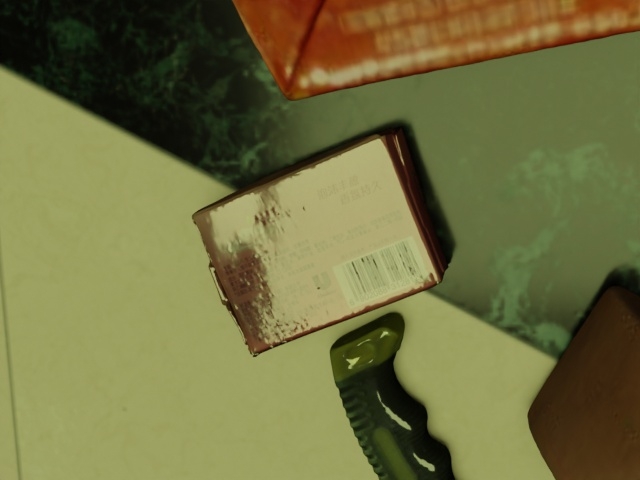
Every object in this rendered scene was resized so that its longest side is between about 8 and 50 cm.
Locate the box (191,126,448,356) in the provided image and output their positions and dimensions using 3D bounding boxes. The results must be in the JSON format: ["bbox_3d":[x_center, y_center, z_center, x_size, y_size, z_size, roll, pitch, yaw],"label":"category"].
[{"bbox_3d":[0.000,0.000,0.676,0.156,0.060,0.111,-20,97,14],"label":"box"}]

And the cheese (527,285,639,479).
[{"bbox_3d":[0.231,0.147,0.593,0.203,0.177,0.128,33,108,4],"label":"cheese"}]

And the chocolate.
[{"bbox_3d":[0.082,-0.168,0.530,0.235,0.237,0.108,-10,110,14],"label":"chocolate"}]

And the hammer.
[{"bbox_3d":[0.071,0.166,0.707,0.159,0.041,0.226,-25,97,15],"label":"hammer"}]
